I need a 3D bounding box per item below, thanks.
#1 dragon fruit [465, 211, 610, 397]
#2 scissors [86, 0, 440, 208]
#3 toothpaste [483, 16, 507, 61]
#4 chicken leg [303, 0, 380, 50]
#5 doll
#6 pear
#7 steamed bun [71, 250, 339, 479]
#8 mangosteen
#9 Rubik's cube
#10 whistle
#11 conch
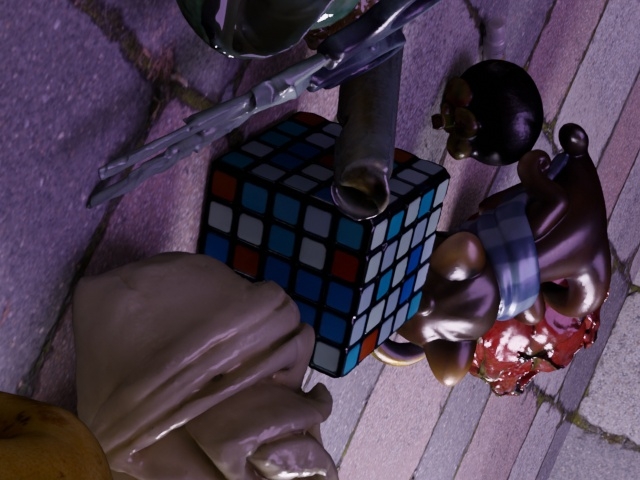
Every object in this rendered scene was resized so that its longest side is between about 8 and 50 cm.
[{"bbox_3d":[0.287,0.079,2.352,0.244,0.244,0.298,-9,110,-66],"label":"dragon fruit"},{"bbox_3d":[-0.041,-0.130,1.438,0.383,0.029,0.256,-30,176,-26],"label":"scissors"},{"bbox_3d":[0.231,-0.228,2.216,0.048,0.031,0.190,-61,161,-27],"label":"toothpaste"},{"bbox_3d":[-0.016,-0.217,1.566,0.207,0.085,0.101,-18,142,-52],"label":"chicken leg"},{"bbox_3d":[0.211,0.018,2.094,0.340,0.209,0.317,-28,136,-31],"label":"doll"},{"bbox_3d":[-0.257,0.216,1.229,0.209,0.209,0.208,-51,153,-38],"label":"pear"},{"bbox_3d":[-0.087,0.143,1.491,0.276,0.203,0.289,-43,128,-70],"label":"steamed bun"},{"bbox_3d":[0.209,-0.159,2.117,0.151,0.137,0.137,-12,131,-22],"label":"mangosteen"},{"bbox_3d":[0.000,0.000,1.664,0.187,0.182,0.184,-34,141,-55],"label":"Rubik's cube"},{"bbox_3d":[0.049,-0.133,1.626,0.057,0.068,0.326,58,21,-28],"label":"whistle"},{"bbox_3d":[-0.038,-0.230,1.375,0.188,0.122,0.175,3,80,-33],"label":"conch"}]
